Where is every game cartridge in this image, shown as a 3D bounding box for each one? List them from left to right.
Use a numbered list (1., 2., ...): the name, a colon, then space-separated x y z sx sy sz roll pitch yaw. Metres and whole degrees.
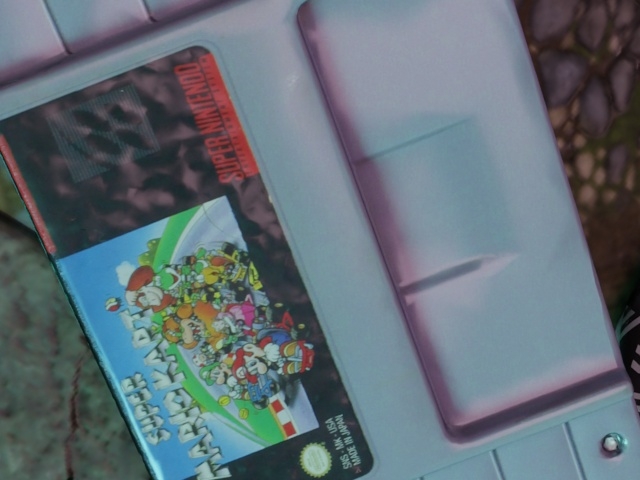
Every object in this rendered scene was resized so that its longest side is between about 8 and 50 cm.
1. game cartridge: 0.000 0.000 0.604 0.230 0.068 0.355 -23 111 -4

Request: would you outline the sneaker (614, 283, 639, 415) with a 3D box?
1. sneaker: 0.234 0.164 0.670 0.137 0.210 0.366 7 101 -21
